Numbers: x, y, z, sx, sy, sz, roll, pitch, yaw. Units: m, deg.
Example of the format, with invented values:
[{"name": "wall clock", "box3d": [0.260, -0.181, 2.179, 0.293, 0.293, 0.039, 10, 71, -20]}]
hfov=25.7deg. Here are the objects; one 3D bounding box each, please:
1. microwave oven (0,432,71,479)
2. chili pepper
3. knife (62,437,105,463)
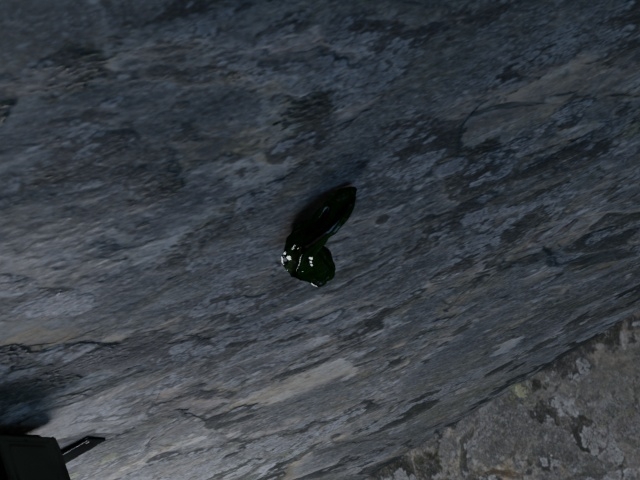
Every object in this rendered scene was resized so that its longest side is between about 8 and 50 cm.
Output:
[{"name": "microwave oven", "box3d": [-0.465, 0.352, 1.919, 0.205, 0.129, 0.163, -28, 159, 15]}, {"name": "chili pepper", "box3d": [-0.005, 0.000, 1.595, 0.073, 0.050, 0.182, -10, 157, -17]}, {"name": "knife", "box3d": [-0.439, 0.362, 2.160, 0.245, 0.019, 0.072, -29, 163, 13]}]
